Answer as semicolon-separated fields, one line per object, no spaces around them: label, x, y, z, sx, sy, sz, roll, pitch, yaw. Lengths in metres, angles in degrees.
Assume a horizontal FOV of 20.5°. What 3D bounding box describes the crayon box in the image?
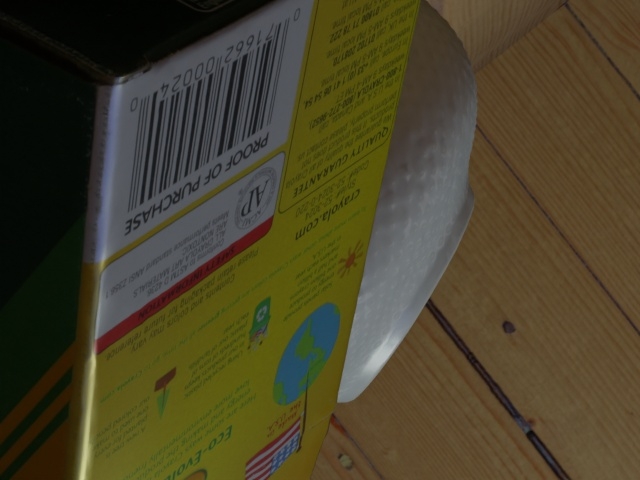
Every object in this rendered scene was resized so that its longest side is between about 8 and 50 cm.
crayon box;-0.063;0.019;0.719;0.202;0.081;0.318;-36;146;-46

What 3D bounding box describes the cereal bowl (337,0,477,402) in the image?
cereal bowl;0.000;0.000;1.142;0.339;0.141;0.339;-59;-176;6
